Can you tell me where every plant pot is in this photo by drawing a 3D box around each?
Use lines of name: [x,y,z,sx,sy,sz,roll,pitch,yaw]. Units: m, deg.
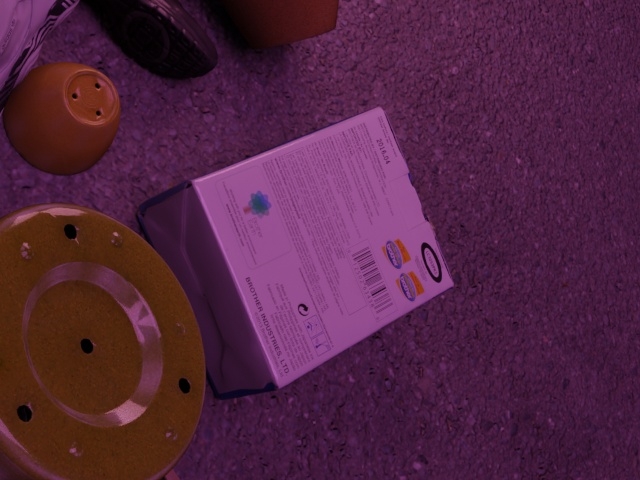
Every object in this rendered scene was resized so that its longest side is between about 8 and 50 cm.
plant pot: [-0.067,-0.389,1.348,0.237,0.237,0.254,-26,110,-39]
plant pot: [-0.298,0.138,0.885,0.366,0.353,0.366,29,50,-40]
plant pot: [-0.284,-0.151,1.186,0.134,0.095,0.134,9,74,-36]

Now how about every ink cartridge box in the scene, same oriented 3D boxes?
ink cartridge box: [0.000,0.000,1.335,0.396,0.151,0.269,-26,96,-37]

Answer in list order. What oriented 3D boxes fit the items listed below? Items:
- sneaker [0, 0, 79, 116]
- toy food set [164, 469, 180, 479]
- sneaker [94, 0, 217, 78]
sneaker: [-0.343,-0.267,1.046,0.137,0.210,0.365,25,79,-1]
toy food set: [-0.239,0.309,1.156,0.192,0.039,0.132,-41,112,-42]
sneaker: [-0.228,-0.322,1.269,0.286,0.109,0.130,43,51,-24]
